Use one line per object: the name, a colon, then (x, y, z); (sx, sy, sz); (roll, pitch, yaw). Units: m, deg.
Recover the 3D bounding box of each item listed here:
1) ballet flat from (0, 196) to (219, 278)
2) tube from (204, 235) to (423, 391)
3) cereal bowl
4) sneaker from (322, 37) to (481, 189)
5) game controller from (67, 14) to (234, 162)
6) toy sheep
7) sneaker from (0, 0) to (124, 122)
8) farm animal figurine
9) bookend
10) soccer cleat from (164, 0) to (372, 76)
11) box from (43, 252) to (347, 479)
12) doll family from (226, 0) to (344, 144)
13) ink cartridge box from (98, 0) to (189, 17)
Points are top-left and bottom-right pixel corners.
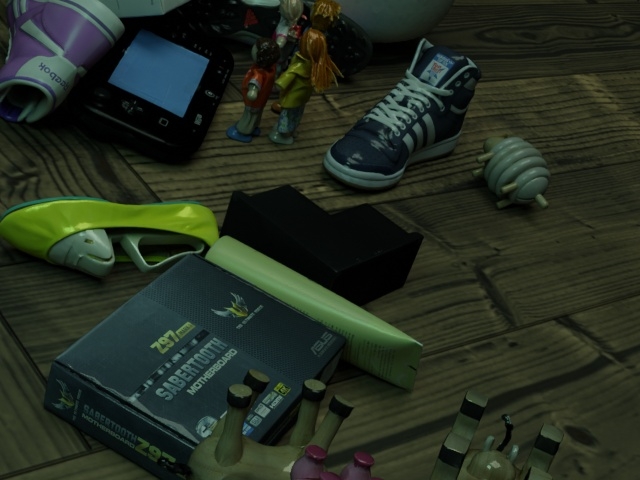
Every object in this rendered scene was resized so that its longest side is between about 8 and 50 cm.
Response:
ballet flat: (-0.202, 0.000, 1.154); (0.231, 0.077, 0.077); (-2, 55, -34)
tube: (-0.007, 0.073, 1.147); (0.240, 0.062, 0.070); (27, 9, 17)
cereal bowl: (0.046, -0.411, 1.833); (0.339, 0.141, 0.339); (15, 32, -9)
sneaker: (0.112, -0.170, 1.497); (0.099, 0.153, 0.282); (34, 35, 22)
game controller: (-0.206, -0.204, 1.456); (0.167, 0.067, 0.319); (18, 33, -4)
toy sheep: (0.259, -0.088, 1.526); (0.091, 0.091, 0.132); (-9, 56, -38)
sneaker: (-0.349, -0.220, 1.370); (0.102, 0.161, 0.282); (39, -9, -27)
farm animal figurine: (0.080, 0.232, 0.889); (0.330, 0.172, 0.327); (30, 20, 27)
bookend: (0.000, 0.000, 1.259); (0.157, 0.072, 0.156); (37, 35, 26)
soccer cleat: (-0.076, -0.327, 1.680); (0.318, 0.108, 0.116); (14, 29, -5)
box: (-0.106, 0.117, 1.039); (0.183, 0.059, 0.233); (28, 33, 14)
doll family: (-0.026, -0.232, 1.504); (0.118, 0.163, 0.263); (19, 32, -2)
ink cartridge box: (-0.279, -0.361, 1.534); (0.237, 0.100, 0.172); (2, 25, 24)
